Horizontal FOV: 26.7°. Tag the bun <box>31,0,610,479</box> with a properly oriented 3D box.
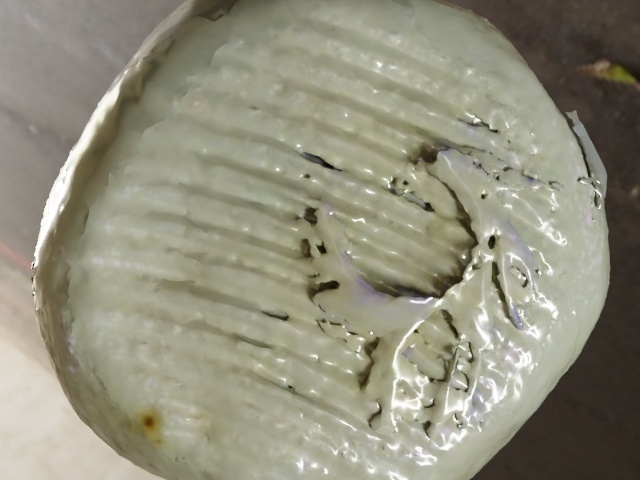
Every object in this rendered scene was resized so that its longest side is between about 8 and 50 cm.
[{"bbox_3d":[0.002,0.005,0.659,0.273,0.273,0.168,45,172,-4],"label":"bun"}]
